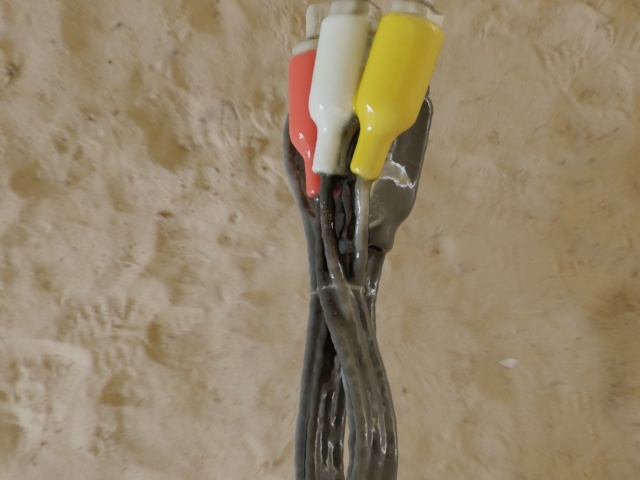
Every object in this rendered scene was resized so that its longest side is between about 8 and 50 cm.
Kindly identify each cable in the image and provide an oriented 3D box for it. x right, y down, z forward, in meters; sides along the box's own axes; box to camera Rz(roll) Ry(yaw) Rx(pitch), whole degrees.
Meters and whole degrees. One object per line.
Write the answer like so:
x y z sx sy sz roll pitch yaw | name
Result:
0.000 0.000 0.536 0.072 0.139 0.287 21 73 -32 | cable
